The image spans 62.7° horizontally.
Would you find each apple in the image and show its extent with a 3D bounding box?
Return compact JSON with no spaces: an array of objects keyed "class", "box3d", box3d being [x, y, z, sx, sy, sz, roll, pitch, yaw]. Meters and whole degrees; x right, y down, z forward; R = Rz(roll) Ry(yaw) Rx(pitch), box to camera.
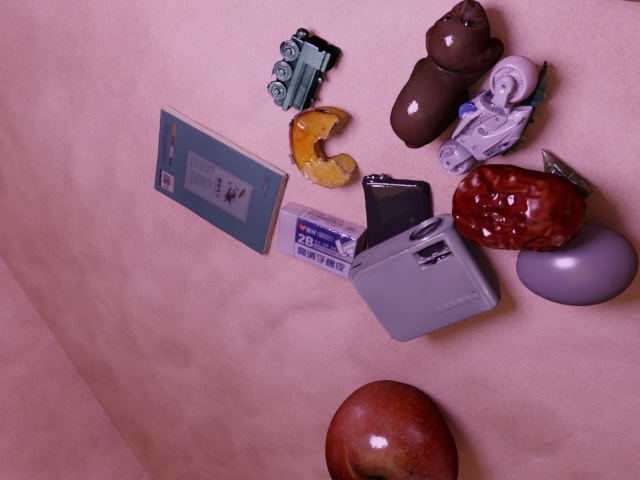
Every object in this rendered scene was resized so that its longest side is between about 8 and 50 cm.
[{"class":"apple","box3d":[0.176,0.523,1.317,0.348,0.277,0.349,14,123,21]}]

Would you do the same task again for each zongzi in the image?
[{"class":"zongzi","box3d":[0.411,-0.093,0.944,0.113,0.052,0.104,47,139,17]}]

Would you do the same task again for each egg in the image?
[{"class":"egg","box3d":[0.449,0.043,0.932,0.198,0.146,0.147,-3,116,35]}]

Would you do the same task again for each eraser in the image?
[{"class":"eraser","box3d":[0.000,0.000,1.246,0.210,0.068,0.125,21,128,21]}]

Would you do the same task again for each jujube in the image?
[{"class":"jujube","box3d":[0.335,-0.055,0.908,0.230,0.155,0.155,17,134,65]}]

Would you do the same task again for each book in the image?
[{"class":"book","box3d":[-0.269,-0.149,1.348,0.379,0.031,0.264,31,130,13]}]

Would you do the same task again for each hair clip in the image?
[{"class":"hair clip","box3d":[0.351,-0.219,0.899,0.049,0.049,0.173,22,129,20]}]

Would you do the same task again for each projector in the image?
[{"class":"projector","box3d":[0.213,0.078,1.094,0.250,0.108,0.198,-28,108,29]}]

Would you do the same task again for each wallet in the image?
[{"class":"wallet","box3d":[0.167,-0.027,1.140,0.149,0.044,0.250,9,122,24]}]

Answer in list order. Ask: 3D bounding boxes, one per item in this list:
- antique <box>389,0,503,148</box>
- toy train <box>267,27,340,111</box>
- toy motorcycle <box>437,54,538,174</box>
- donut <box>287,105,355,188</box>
[{"class":"antique","box3d":[0.205,-0.277,0.898,0.121,0.143,0.257,39,129,9]},{"class":"toy train","box3d":[-0.040,-0.337,1.065,0.111,0.071,0.171,30,130,4]},{"class":"toy motorcycle","box3d":[0.290,-0.197,0.903,0.112,0.112,0.254,37,143,8]},{"class":"donut","box3d":[0.003,-0.204,1.116,0.146,0.078,0.181,5,127,31]}]
